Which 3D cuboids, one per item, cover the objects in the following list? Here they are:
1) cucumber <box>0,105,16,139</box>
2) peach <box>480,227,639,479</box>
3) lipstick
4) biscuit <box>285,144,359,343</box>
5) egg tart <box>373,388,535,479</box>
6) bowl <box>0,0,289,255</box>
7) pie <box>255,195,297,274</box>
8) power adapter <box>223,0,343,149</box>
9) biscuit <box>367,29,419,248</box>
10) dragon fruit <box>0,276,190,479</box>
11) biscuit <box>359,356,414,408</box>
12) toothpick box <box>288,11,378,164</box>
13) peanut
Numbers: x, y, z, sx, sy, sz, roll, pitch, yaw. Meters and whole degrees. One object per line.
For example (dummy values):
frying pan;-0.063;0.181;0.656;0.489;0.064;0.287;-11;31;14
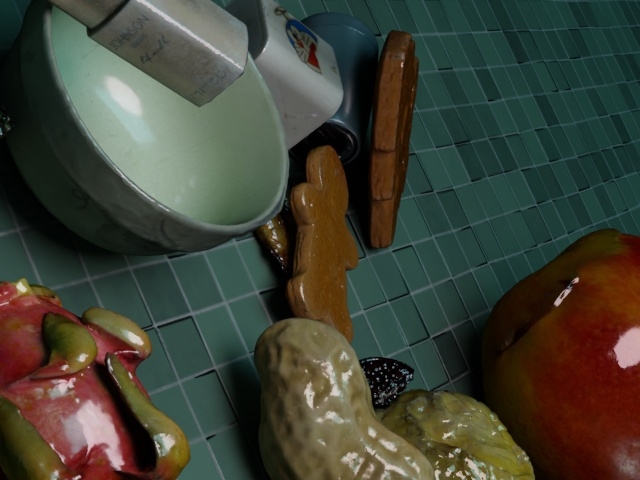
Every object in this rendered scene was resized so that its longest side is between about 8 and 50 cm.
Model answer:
cucumber;-0.404;-0.214;1.184;0.359;0.096;0.096;55;33;-10
peach;0.390;0.179;1.790;0.370;0.370;0.370;34;41;-37
lipstick;-0.183;-0.218;1.236;0.253;0.079;0.077;30;41;-33
biscuit;-0.001;0.000;1.618;0.165;0.036;0.250;50;36;-53
egg tart;0.163;0.253;1.581;0.232;0.098;0.252;28;20;-28
bowl;-0.189;-0.114;1.350;0.307;0.163;0.307;33;42;-36
pie;-0.066;-0.051;1.600;0.088;0.033;0.191;-22;88;-62
power adapter;-0.089;-0.212;1.595;0.205;0.125;0.130;33;33;-39
biscuit;0.086;-0.154;1.733;0.306;0.043;0.284;82;17;-64
dragon fruit;-0.219;0.187;1.055;0.227;0.243;0.307;-6;109;-75
biscuit;0.070;0.164;1.596;0.087;0.027;0.089;-2;25;-14
toothpick box;0.010;-0.186;1.730;0.120;0.120;0.184;37;43;-35
peanut;0.029;0.228;1.415;0.325;0.153;0.140;65;27;-9
